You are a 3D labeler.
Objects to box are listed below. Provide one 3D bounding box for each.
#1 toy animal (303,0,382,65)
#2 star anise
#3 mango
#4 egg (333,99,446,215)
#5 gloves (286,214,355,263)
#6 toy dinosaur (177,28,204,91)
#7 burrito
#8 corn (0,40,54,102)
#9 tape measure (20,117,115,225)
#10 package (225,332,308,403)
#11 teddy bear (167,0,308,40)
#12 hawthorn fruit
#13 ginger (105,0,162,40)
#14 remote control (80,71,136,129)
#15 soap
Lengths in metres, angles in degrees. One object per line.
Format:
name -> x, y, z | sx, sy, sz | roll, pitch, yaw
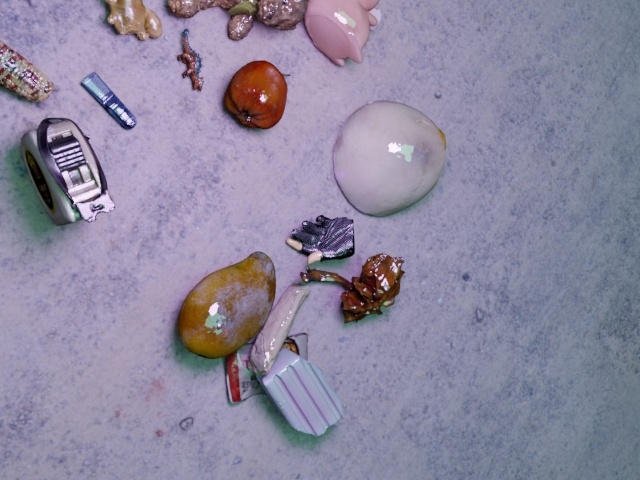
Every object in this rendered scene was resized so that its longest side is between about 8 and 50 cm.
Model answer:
toy animal -> 0.072, -0.625, 1.838 | 0.213, 0.195, 0.256 | 36, 72, -31
star anise -> 0.099, 0.117, 1.874 | 0.346, 0.148, 0.237 | 6, 130, -28
mango -> -0.218, 0.155, 1.721 | 0.193, 0.146, 0.316 | 54, 54, -18
egg -> 0.212, -0.235, 1.907 | 0.337, 0.201, 0.337 | 1, 88, -26
gloves -> 0.000, -0.002, 1.866 | 0.181, 0.106, 0.129 | -1, 87, 2
toy dinosaur -> -0.316, -0.440, 1.713 | 0.055, 0.049, 0.154 | -15, 102, -24
burrito -> -0.103, 0.216, 1.788 | 0.059, 0.082, 0.275 | 54, 54, -38
corn -> -0.695, -0.385, 1.500 | 0.253, 0.086, 0.086 | 34, 75, -25
tape measure -> -0.531, -0.154, 1.478 | 0.133, 0.271, 0.231 | -24, 102, -25
package -> -0.133, 0.331, 1.822 | 0.239, 0.030, 0.154 | -5, 94, -28
teddy bear -> -0.189, -0.586, 1.693 | 0.296, 0.246, 0.222 | -27, 63, -41
hawthorn fruit -> -0.147, -0.384, 1.755 | 0.163, 0.163, 0.203 | 35, 60, -23
ginger -> -0.455, -0.554, 1.626 | 0.115, 0.081, 0.205 | -29, 110, -11
remote control -> -0.490, -0.324, 1.638 | 0.043, 0.027, 0.152 | -47, 108, -15
soap -> -0.050, 0.395, 1.808 | 0.145, 0.091, 0.230 | -35, 114, -16
